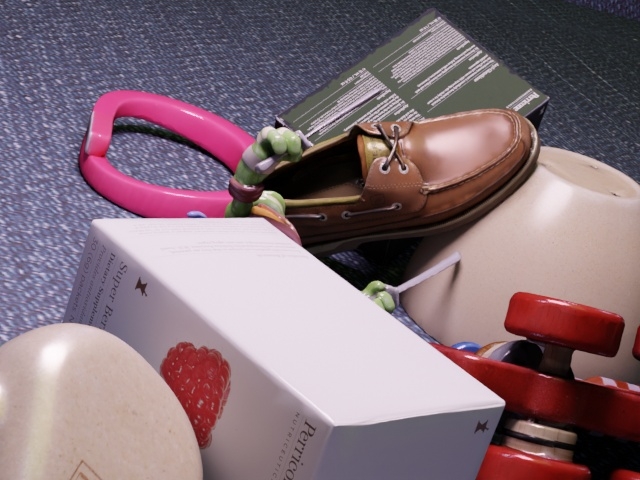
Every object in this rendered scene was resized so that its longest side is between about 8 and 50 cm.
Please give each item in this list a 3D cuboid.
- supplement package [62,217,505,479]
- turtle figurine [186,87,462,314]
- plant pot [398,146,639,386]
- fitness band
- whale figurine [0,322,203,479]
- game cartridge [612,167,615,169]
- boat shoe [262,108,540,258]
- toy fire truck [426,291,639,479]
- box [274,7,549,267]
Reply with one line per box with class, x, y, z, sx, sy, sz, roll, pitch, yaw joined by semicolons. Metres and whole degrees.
supplement package;-0.045;0.123;1.228;0.175;0.177;0.293;-1;27;-44
turtle figurine;0.000;0.000;1.533;0.274;0.198;0.266;0;31;1
plant pot;0.244;0.014;1.755;0.284;0.191;0.284;17;21;-6
fitness band;-0.162;-0.089;1.868;0.209;0.054;0.291;18;21;-9
whale figurine;-0.186;0.178;1.055;0.216;0.141;0.272;49;36;-20
game cartridge;0.369;-0.034;2.194;0.198;0.062;0.297;3;25;-26
boat shoe;0.068;-0.064;1.692;0.104;0.307;0.111;51;21;-51
toy fire truck;0.220;0.144;1.487;0.302;0.169;0.254;13;-3;-17
box;0.100;-0.119;1.882;0.184;0.103;0.261;40;59;22
